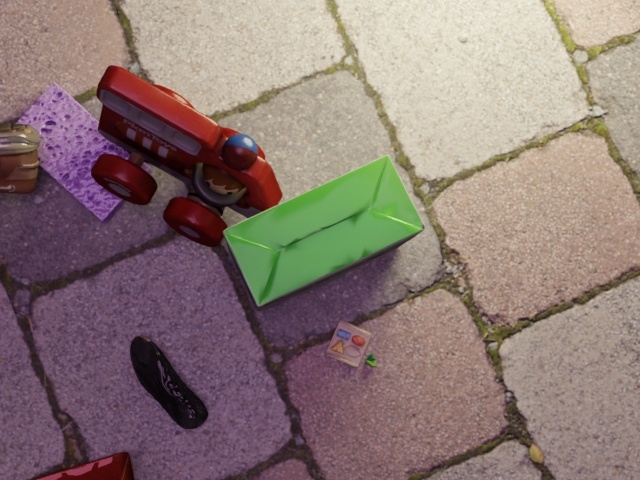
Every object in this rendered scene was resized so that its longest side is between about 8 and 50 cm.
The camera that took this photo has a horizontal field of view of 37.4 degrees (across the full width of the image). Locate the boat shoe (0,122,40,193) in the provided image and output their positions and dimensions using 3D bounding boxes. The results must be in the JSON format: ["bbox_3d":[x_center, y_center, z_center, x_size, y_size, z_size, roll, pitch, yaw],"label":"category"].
[{"bbox_3d":[-0.589,-0.113,1.449,0.324,0.123,0.116,0,109,6],"label":"boat shoe"}]

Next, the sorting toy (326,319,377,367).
[{"bbox_3d":[0.058,0.170,1.511,0.083,0.012,0.062,23,83,-1],"label":"sorting toy"}]

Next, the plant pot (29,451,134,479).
[{"bbox_3d":[-0.377,0.489,1.345,0.267,0.267,0.235,-16,99,-5],"label":"plant pot"}]

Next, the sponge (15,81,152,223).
[{"bbox_3d":[-0.383,-0.139,1.506,0.210,0.031,0.117,42,84,2],"label":"sponge"}]

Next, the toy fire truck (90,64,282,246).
[{"bbox_3d":[-0.192,-0.126,1.386,0.302,0.254,0.169,31,74,-8],"label":"toy fire truck"}]

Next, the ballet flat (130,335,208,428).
[{"bbox_3d":[-0.241,0.222,1.480,0.057,0.049,0.173,-39,82,21],"label":"ballet flat"}]

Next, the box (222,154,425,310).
[{"bbox_3d":[0.000,0.000,1.415,0.262,0.231,0.126,-25,87,-5],"label":"box"}]
